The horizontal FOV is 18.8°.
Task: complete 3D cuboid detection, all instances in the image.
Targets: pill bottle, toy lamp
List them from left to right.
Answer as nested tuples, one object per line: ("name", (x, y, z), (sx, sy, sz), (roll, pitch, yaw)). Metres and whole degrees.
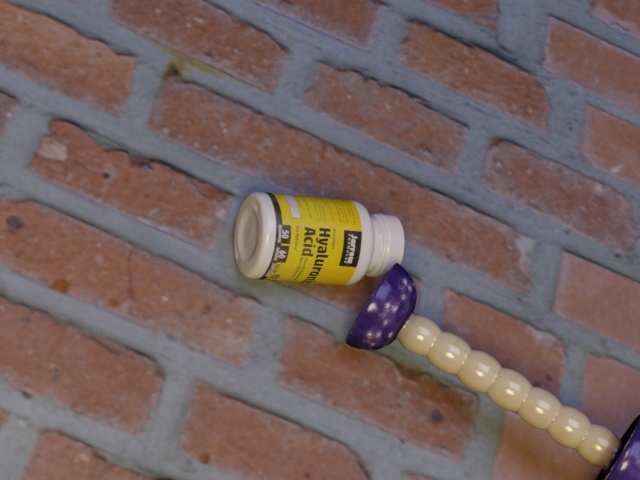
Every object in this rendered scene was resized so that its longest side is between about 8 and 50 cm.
("pill bottle", (0.000, 0.000, 1.425), (0.116, 0.065, 0.065), (4, 56, -24))
("toy lamp", (0.153, 0.117, 1.396), (0.274, 0.080, 0.080), (34, 49, 6))
